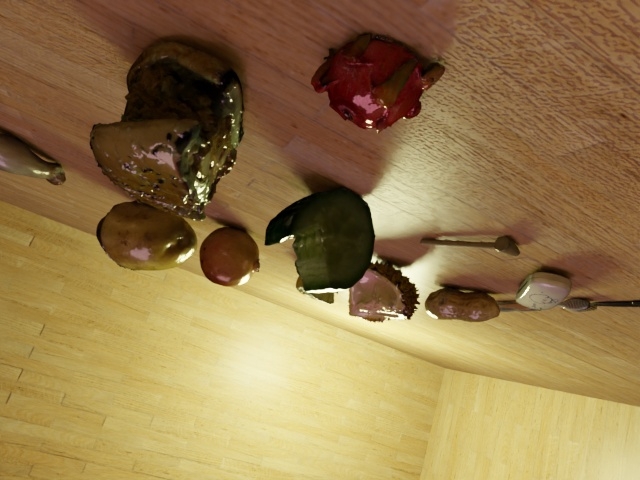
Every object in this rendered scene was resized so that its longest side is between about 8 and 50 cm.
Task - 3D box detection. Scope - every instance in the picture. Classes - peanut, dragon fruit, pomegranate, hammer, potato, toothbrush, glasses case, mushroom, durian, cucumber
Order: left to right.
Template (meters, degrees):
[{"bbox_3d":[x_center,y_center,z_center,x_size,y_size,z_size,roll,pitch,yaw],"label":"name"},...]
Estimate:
[{"bbox_3d":[-0.807,-0.222,1.198,0.116,0.093,0.225,26,-179,36],"label":"mushroom"},{"bbox_3d":[-0.515,-0.006,1.376,0.242,0.243,0.285,10,156,27],"label":"potato"},{"bbox_3d":[-0.275,0.050,1.337,0.191,0.192,0.191,17,164,5],"label":"pomegranate"},{"bbox_3d":[0.009,-0.002,0.830,0.191,0.191,0.130,25,165,-21],"label":"cucumber"},{"bbox_3d":[0.052,-0.154,0.466,0.126,0.068,0.112,20,165,2],"label":"dragon fruit"},{"bbox_3d":[0.178,0.134,1.194,0.137,0.183,0.249,-15,176,-27],"label":"durian"},{"bbox_3d":[0.371,0.176,1.174,0.213,0.100,0.099,6,160,44],"label":"peanut"},{"bbox_3d":[0.282,0.009,0.847,0.060,0.028,0.195,23,168,-41],"label":"hammer"},{"bbox_3d":[0.509,0.166,1.100,0.037,0.028,0.375,19,165,-18],"label":"toothbrush"},{"bbox_3d":[0.461,0.108,0.914,0.076,0.050,0.197,14,164,17],"label":"glasses case"}]

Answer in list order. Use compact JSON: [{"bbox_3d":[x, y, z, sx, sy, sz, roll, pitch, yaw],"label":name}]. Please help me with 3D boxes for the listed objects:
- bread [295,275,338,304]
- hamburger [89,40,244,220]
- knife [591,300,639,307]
[{"bbox_3d":[-0.023,0.165,1.563,0.156,0.103,0.110,36,152,-31],"label":"bread"},{"bbox_3d":[-0.218,-0.144,0.617,0.192,0.168,0.288,18,165,-4],"label":"hamburger"},{"bbox_3d":[0.620,0.128,0.880,0.023,0.010,0.170,29,164,-13],"label":"knife"}]
